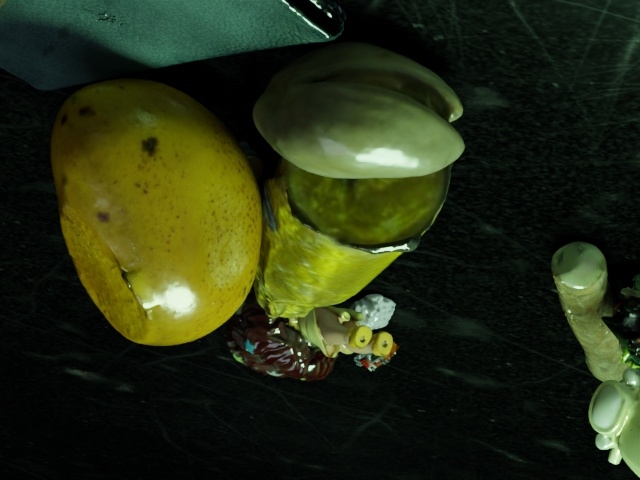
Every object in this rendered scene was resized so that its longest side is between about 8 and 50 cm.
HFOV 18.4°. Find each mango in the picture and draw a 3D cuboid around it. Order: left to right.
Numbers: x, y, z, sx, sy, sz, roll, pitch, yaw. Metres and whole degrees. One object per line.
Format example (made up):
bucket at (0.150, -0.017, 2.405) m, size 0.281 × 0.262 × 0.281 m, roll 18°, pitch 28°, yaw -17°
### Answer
mango at (-0.150, -0.036, 1.817) m, size 0.160 × 0.191 × 0.290 m, roll 20°, pitch 148°, yaw 39°

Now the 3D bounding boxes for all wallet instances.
wallet at (-0.170, -0.201, 1.686) m, size 0.379 × 0.046 × 0.191 m, roll -6°, pitch 153°, yaw 42°

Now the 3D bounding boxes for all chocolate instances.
chocolate at (0.000, 0.000, 1.967) m, size 0.162 × 0.162 × 0.445 m, roll 14°, pitch 161°, yaw -7°

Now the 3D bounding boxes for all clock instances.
clock at (0.437, 0.219, 2.067) m, size 0.276 × 0.120 × 0.379 m, roll 28°, pitch -167°, yaw 28°

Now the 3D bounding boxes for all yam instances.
yam at (0.299, 0.079, 2.158) m, size 0.066 × 0.066 × 0.299 m, roll 4°, pitch 158°, yaw 20°

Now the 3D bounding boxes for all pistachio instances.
pistachio at (0.036, -0.108, 1.712) m, size 0.185 × 0.124 × 0.124 m, roll 12°, pitch 160°, yaw -13°

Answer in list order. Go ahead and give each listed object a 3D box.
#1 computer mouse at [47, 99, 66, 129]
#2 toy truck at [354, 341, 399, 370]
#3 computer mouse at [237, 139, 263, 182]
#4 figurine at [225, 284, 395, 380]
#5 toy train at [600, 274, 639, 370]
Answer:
computer mouse at (-0.196, -0.114, 1.905) m, size 0.099 × 0.057 × 0.172 m, roll -12°, pitch 159°, yaw 27°
toy truck at (0.071, 0.146, 2.522) m, size 0.032 × 0.024 × 0.083 m, roll 38°, pitch 153°, yaw -7°
computer mouse at (-0.143, -0.039, 2.038) m, size 0.126 × 0.056 × 0.245 m, roll -19°, pitch 175°, yaw -29°
figurine at (-0.013, 0.102, 2.316) m, size 0.175 × 0.115 × 0.240 m, roll 27°, pitch 155°, yaw -37°
toy train at (0.361, 0.106, 2.169) m, size 0.053 × 0.085 × 0.249 m, roll 22°, pitch 165°, yaw 26°
